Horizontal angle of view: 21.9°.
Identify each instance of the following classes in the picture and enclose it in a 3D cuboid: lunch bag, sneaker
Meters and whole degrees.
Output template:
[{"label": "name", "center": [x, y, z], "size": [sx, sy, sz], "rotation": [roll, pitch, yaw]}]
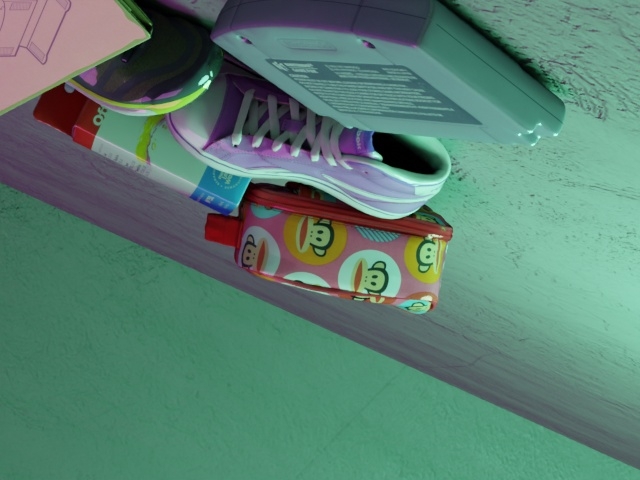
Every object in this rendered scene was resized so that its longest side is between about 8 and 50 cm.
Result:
[{"label": "lunch bag", "center": [0.000, 0.000, 1.833], "size": [0.258, 0.120, 0.293], "rotation": [10, -177, -6]}, {"label": "sneaker", "center": [-0.236, -0.210, 1.603], "size": [0.299, 0.111, 0.121], "rotation": [17, 160, 16]}, {"label": "sneaker", "center": [-0.006, -0.110, 1.610], "size": [0.282, 0.102, 0.161], "rotation": [16, 168, -10]}]

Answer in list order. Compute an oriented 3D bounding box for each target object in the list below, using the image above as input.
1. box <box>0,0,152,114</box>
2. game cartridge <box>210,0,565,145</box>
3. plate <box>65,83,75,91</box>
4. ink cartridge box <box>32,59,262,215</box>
[{"label": "box", "center": [-0.281, -0.210, 1.530], "size": [0.201, 0.021, 0.164], "rotation": [-22, 127, 29]}, {"label": "game cartridge", "center": [0.042, -0.151, 1.379], "size": [0.196, 0.060, 0.294], "rotation": [28, 170, -36]}, {"label": "plate", "center": [-0.257, -0.181, 1.870], "size": [0.188, 0.024, 0.188], "rotation": [24, 170, 4]}, {"label": "ink cartridge box", "center": [-0.165, -0.138, 1.705], "size": [0.231, 0.134, 0.078], "rotation": [26, 169, -7]}]
